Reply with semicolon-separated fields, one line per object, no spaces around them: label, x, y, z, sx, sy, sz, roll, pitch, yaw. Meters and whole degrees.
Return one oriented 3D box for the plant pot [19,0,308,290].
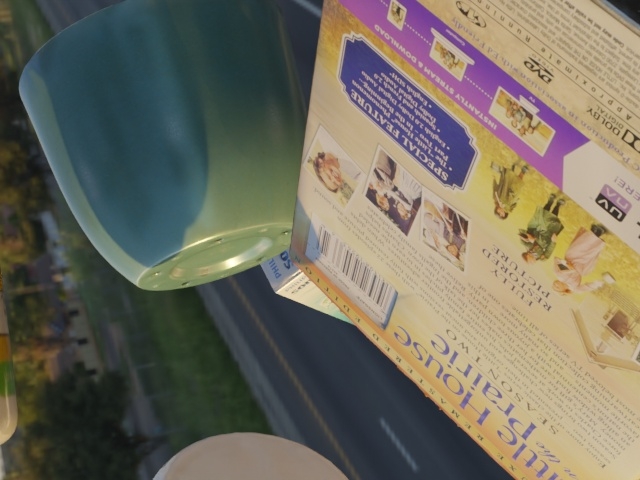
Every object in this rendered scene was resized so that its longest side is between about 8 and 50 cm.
plant pot;-0.139;-0.086;1.059;0.293;0.293;0.235;129;124;-66

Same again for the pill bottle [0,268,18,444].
pill bottle;-0.183;-0.044;0.334;0.136;0.136;0.245;157;106;-71

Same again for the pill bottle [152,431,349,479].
pill bottle;-0.074;0.307;0.774;0.169;0.169;0.301;-122;40;-48

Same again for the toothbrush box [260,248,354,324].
toothbrush box;0.000;0.000;1.657;0.295;0.126;0.216;27;-151;-56

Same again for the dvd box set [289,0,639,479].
dvd box set;0.116;-0.008;0.598;0.307;0.062;0.420;43;155;19
